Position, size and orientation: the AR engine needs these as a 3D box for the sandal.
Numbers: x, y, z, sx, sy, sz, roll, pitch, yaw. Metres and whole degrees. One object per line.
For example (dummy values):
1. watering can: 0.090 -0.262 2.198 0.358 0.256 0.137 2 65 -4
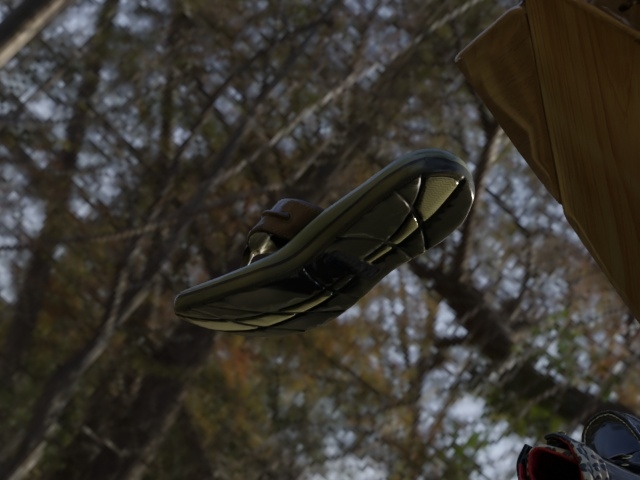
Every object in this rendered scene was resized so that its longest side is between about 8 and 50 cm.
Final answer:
1. sandal: 0.002 0.000 1.148 0.120 0.302 0.086 29 37 -48

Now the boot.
1. boot: 0.247 0.204 1.158 0.178 0.085 0.236 37 23 -27

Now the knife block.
1. knife block: 0.160 -0.073 0.533 0.276 0.088 0.242 55 -14 -2
